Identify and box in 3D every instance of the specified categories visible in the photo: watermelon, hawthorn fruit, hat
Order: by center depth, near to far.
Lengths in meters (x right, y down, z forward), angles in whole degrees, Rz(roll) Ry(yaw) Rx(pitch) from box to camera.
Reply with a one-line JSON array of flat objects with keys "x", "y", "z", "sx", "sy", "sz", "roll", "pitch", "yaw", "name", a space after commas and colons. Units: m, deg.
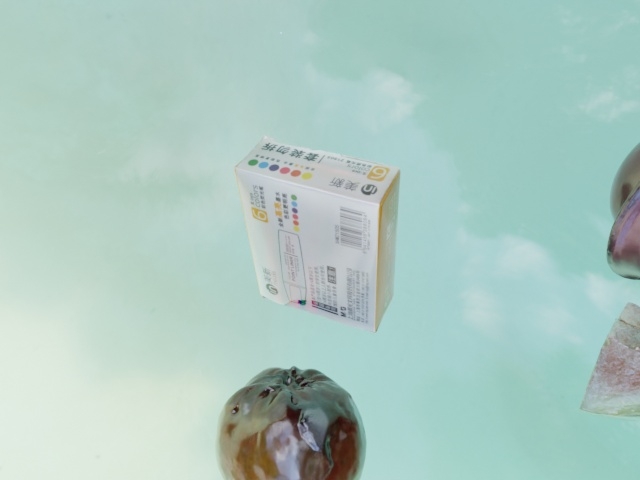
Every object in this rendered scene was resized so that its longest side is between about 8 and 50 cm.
[{"x": 0.335, "y": -0.052, "z": 0.475, "sx": 0.205, "sy": 0.089, "sz": 0.205, "roll": -18, "pitch": 136, "yaw": -19, "name": "hat"}, {"x": -0.061, "y": 0.409, "z": 0.994, "sx": 0.308, "sy": 0.308, "sz": 0.325, "roll": 18, "pitch": 78, "yaw": -11, "name": "hawthorn fruit"}, {"x": 0.674, "y": 0.260, "z": 1.055, "sx": 0.310, "sy": 0.193, "sz": 0.232, "roll": -23, "pitch": 87, "yaw": 40, "name": "watermelon"}]

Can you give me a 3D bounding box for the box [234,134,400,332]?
[{"x": 0.000, "y": 0.000, "z": 0.767, "sx": 0.221, "sy": 0.091, "sz": 0.274, "roll": 17, "pitch": 137, "yaw": 19, "name": "box"}]
